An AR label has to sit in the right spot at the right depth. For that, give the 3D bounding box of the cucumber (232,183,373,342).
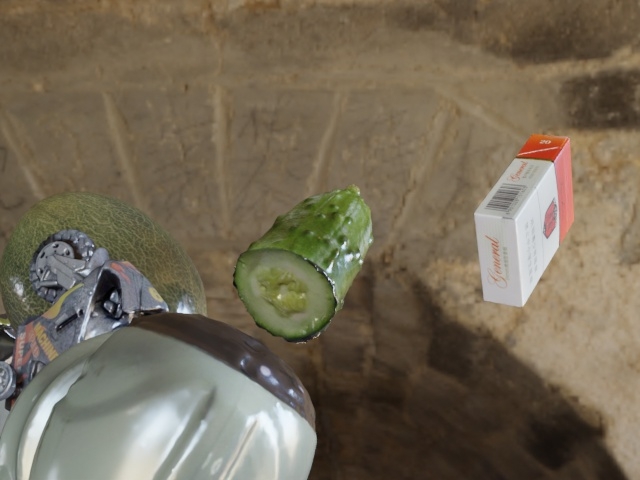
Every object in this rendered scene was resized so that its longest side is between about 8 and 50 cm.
[{"bbox_3d":[0.000,0.003,1.144,0.134,0.244,0.134,14,-51,18],"label":"cucumber"}]

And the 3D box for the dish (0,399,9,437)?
[{"bbox_3d":[-0.439,0.287,1.471,0.229,0.229,0.081,-11,-48,32],"label":"dish"}]

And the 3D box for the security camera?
[{"bbox_3d":[-0.108,0.144,0.616,0.197,0.191,0.277,36,-19,-8],"label":"security camera"}]

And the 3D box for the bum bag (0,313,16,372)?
[{"bbox_3d":[-0.519,0.235,1.585,0.060,0.233,0.106,6,3,38],"label":"bum bag"}]

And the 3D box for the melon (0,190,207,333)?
[{"bbox_3d":[-0.287,0.069,1.240,0.301,0.237,0.237,42,-6,24],"label":"melon"}]

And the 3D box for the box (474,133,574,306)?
[{"bbox_3d":[0.198,-0.022,0.904,0.048,0.152,0.100,10,-51,28],"label":"box"}]

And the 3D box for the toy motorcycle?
[{"bbox_3d":[-0.241,0.128,0.970,0.173,0.307,0.108,-6,-21,17],"label":"toy motorcycle"}]
